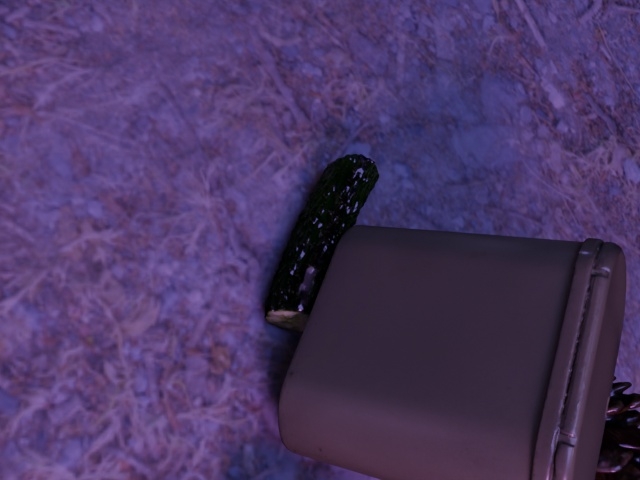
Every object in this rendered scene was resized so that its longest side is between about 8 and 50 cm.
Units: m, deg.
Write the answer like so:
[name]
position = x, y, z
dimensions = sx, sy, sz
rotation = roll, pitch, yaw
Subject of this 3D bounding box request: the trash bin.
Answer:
[trash bin]
position = 0.114, 0.098, 0.686
dimensions = 0.243, 0.247, 0.121
rotation = -67, 149, -26

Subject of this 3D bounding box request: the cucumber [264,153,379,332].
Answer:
[cucumber]
position = 0.000, 0.000, 0.772
dimensions = 0.058, 0.058, 0.187
rotation = 34, 62, -18

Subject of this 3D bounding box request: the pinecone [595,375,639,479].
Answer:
[pinecone]
position = 0.227, 0.219, 0.752
dimensions = 0.179, 0.184, 0.205
rotation = -11, 69, 1
